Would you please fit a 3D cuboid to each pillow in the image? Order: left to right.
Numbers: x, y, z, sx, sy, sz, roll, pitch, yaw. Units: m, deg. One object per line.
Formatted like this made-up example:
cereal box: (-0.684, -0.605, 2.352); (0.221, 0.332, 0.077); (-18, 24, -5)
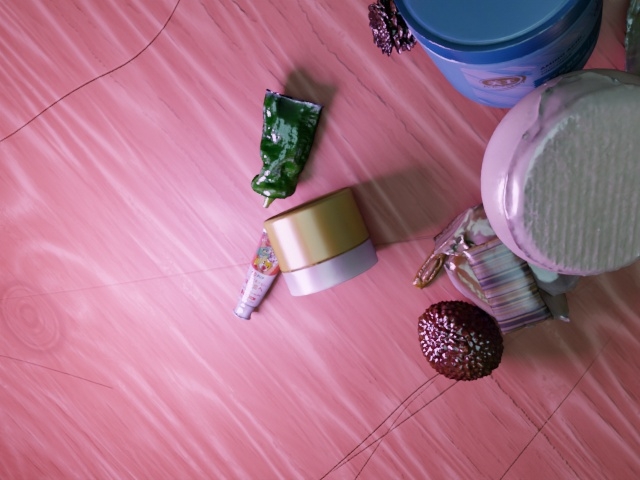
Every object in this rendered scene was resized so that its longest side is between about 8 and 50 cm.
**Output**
pillow: (0.387, 0.089, 1.280); (0.113, 0.038, 0.204); (-24, 94, 23)

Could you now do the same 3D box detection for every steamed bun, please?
steamed bun: (0.473, -0.128, 1.143); (0.373, 0.241, 0.375); (-1, 111, -3)

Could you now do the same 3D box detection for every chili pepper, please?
chili pepper: (-0.092, -0.203, 1.449); (0.136, 0.099, 0.271); (12, 102, -14)

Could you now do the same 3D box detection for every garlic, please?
garlic: (0.422, 0.027, 1.341); (0.325, 0.132, 0.279); (32, 109, 4)

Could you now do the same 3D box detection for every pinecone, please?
pinecone: (0.164, -0.461, 1.297); (0.120, 0.140, 0.140); (-15, 100, -8)

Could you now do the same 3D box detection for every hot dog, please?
hot dog: (0.262, 0.059, 1.452); (0.044, 0.028, 0.137); (32, 108, -2)

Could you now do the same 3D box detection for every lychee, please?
lychee: (0.309, 0.215, 1.393); (0.188, 0.188, 0.188); (4, 105, 14)

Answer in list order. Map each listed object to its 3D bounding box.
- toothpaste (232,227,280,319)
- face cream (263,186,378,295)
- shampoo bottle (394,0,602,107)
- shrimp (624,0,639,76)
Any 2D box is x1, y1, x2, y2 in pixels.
toothpaste: (-0.151, 0.089, 1.564); (0.089, 0.057, 0.234); (28, 101, 8)
face cream: (0.000, 0.000, 1.406); (0.218, 0.218, 0.180); (-20, 97, 19)
shampoo bottle: (0.326, -0.436, 1.102); (0.330, 0.342, 0.332); (-2, 85, 23)
shrimp: (0.685, -0.348, 1.181); (0.220, 0.110, 0.446); (-10, 99, 6)
